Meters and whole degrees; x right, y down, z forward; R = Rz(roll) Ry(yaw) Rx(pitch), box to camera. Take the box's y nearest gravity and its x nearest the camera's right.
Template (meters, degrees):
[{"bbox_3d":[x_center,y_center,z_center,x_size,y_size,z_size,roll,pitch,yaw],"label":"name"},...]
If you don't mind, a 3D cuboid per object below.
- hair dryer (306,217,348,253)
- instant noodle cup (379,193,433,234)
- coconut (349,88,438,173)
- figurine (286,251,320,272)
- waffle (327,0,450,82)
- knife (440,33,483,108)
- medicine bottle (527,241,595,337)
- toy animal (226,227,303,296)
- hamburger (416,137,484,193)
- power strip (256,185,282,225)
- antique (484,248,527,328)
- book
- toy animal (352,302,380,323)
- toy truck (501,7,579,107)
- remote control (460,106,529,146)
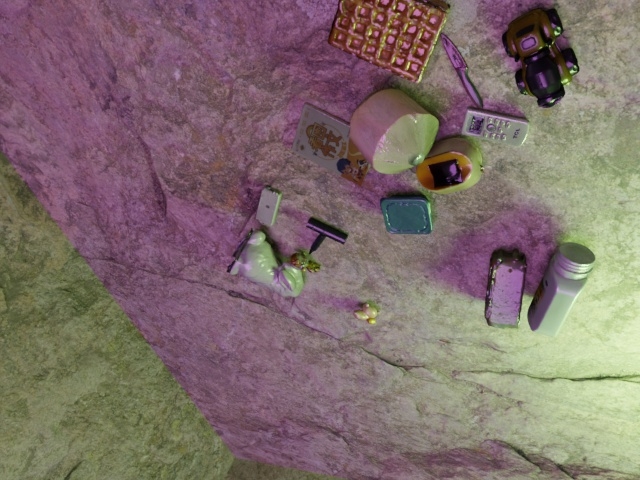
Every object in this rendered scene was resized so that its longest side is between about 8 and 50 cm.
[{"bbox_3d":[0.012,0.010,1.989,0.173,0.050,0.195,26,138,8],"label":"hair dryer"},{"bbox_3d":[0.313,-0.101,1.719,0.178,0.070,0.157,1,128,26],"label":"instant noodle cup"},{"bbox_3d":[0.227,-0.319,1.458,0.244,0.239,0.239,51,143,31],"label":"coconut"},{"bbox_3d":[-0.068,0.096,2.069,0.068,0.143,0.102,-50,54,38],"label":"figurine"},{"bbox_3d":[0.185,-0.609,1.356,0.307,0.091,0.213,25,133,6],"label":"waffle"},{"bbox_3d":[0.412,-0.488,1.386,0.035,0.018,0.247,-19,115,40],"label":"knife"},{"bbox_3d":[0.798,0.161,1.602,0.124,0.179,0.325,17,133,14],"label":"medicine bottle"},{"bbox_3d":[-0.218,0.126,2.118,0.357,0.194,0.258,31,133,-14],"label":"toy animal"},{"bbox_3d":[0.409,-0.234,1.536,0.210,0.116,0.173,-15,110,40],"label":"hamburger"},{"bbox_3d":[-0.216,-0.142,1.987,0.081,0.035,0.192,27,134,7],"label":"power strip"},{"bbox_3d":[0.664,0.165,1.723,0.125,0.150,0.285,5,120,19],"label":"antique"},{"bbox_3d":[0.049,-0.337,1.700,0.295,0.020,0.208,27,135,6],"label":"book"},{"bbox_3d":[0.202,0.311,2.120,0.114,0.091,0.082,20,106,-5],"label":"toy animal"},{"bbox_3d":[0.558,-0.462,1.227,0.147,0.165,0.224,-16,117,37],"label":"toy truck"},{"bbox_3d":[0.524,-0.340,1.440,0.189,0.029,0.088,17,133,14],"label":"remote control"}]
